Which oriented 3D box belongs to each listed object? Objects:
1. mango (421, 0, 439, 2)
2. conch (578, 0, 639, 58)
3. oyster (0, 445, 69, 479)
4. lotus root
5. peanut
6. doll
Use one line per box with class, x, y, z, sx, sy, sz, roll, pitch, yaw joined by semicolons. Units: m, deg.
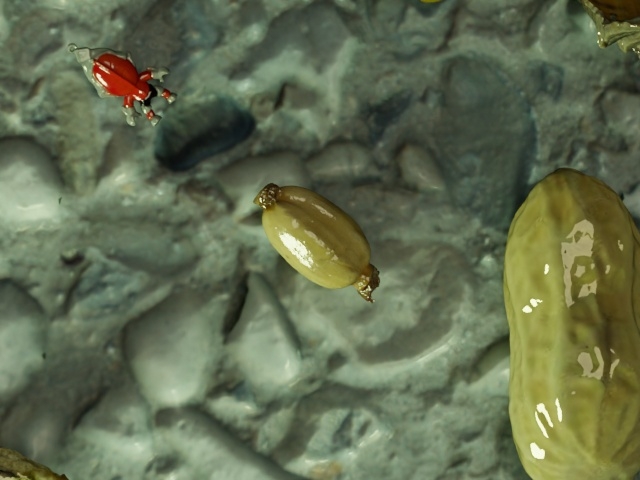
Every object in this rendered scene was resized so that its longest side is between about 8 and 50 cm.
mango;0.105;-0.322;1.771;0.102;0.085;0.184;-16;96;-10
conch;0.329;-0.258;1.776;0.178;0.163;0.245;-13;60;-25
oyster;-0.346;0.250;1.682;0.133;0.072;0.209;43;101;-12
lotus root;0.000;0.000;1.749;0.150;0.062;0.073;41;59;-7
peanut;0.247;0.086;1.748;0.152;0.152;0.313;0;86;-10
doll;-0.189;-0.154;1.736;0.114;0.039;0.057;34;115;-20
